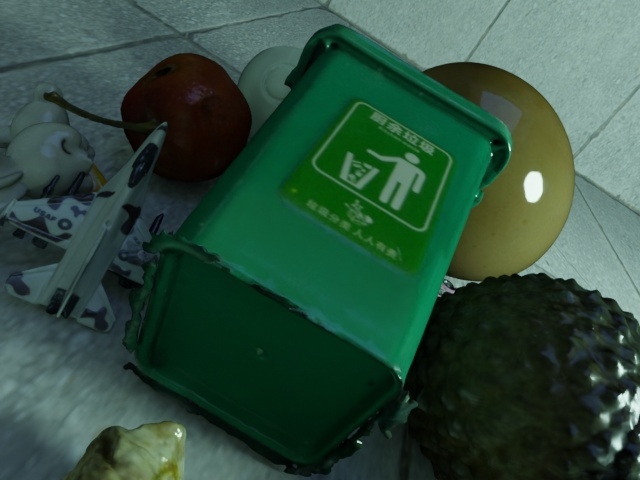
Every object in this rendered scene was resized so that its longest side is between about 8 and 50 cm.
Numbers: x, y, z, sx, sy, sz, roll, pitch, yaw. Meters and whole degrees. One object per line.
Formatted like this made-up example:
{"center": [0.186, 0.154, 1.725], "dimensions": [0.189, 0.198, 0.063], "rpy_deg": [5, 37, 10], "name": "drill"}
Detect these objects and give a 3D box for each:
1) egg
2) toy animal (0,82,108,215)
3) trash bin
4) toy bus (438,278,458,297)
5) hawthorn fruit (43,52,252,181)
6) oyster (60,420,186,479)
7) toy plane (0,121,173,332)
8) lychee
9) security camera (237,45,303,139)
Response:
{"center": [0.235, -0.094, 0.768], "dimensions": [0.374, 0.301, 0.301], "rpy_deg": [45, 23, -31], "name": "egg"}
{"center": [-0.284, -0.064, 0.487], "dimensions": [0.127, 0.131, 0.181], "rpy_deg": [-15, 38, -9], "name": "toy animal"}
{"center": [0.000, 0.000, 0.496], "dimensions": [0.259, 0.295, 0.381], "rpy_deg": [32, 43, 0], "name": "trash bin"}
{"center": [0.218, 0.121, 0.703], "dimensions": [0.203, 0.063, 0.090], "rpy_deg": [26, 32, -14], "name": "toy bus"}
{"center": [-0.188, -0.139, 0.580], "dimensions": [0.165, 0.165, 0.285], "rpy_deg": [35, 22, 1], "name": "hawthorn fruit"}
{"center": [-0.090, 0.248, 0.210], "dimensions": [0.271, 0.100, 0.275], "rpy_deg": [53, 29, 3], "name": "oyster"}
{"center": [-0.202, -0.018, 0.466], "dimensions": [0.160, 0.082, 0.234], "rpy_deg": [30, 49, -23], "name": "toy plane"}
{"center": [0.193, 0.154, 0.461], "dimensions": [0.274, 0.255, 0.255], "rpy_deg": [11, 16, 35], "name": "lychee"}
{"center": [-0.033, -0.212, 0.818], "dimensions": [0.236, 0.194, 0.194], "rpy_deg": [33, 31, 8], "name": "security camera"}
